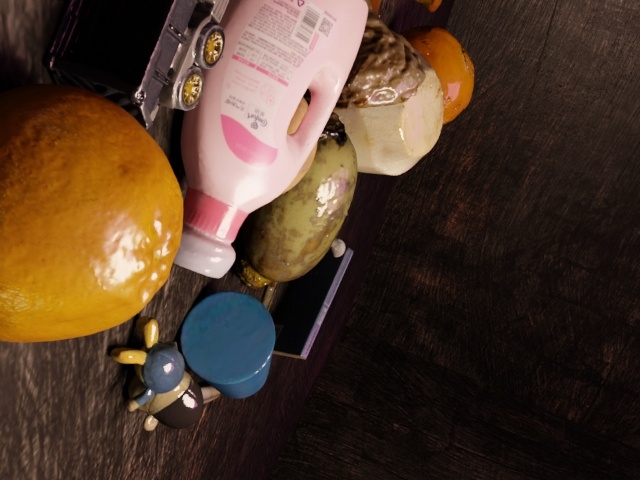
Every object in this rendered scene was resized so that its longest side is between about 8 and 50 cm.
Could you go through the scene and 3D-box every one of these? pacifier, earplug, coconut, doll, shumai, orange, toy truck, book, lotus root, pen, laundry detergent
[{"bbox_3d":[0.000,0.000,1.311,0.126,0.116,0.150,-37,-154,57],"label":"pacifier"},{"bbox_3d":[-0.136,0.186,0.939,0.273,0.132,0.133,98,16,-66],"label":"earplug"},{"bbox_3d":[0.090,-0.231,1.027,0.241,0.241,0.241,22,90,-80],"label":"coconut"},{"bbox_3d":[-0.196,0.168,0.707,0.102,0.088,0.179,-59,143,-44],"label":"doll"},{"bbox_3d":[0.044,-0.276,0.802,0.166,0.206,0.176,-26,130,-24],"label":"shumai"},{"bbox_3d":[-0.155,-0.011,0.354,0.159,0.136,0.159,21,90,-84],"label":"orange"},{"bbox_3d":[-0.109,-0.175,0.402,0.192,0.083,0.092,-67,165,0],"label":"toy truck"},{"bbox_3d":[0.250,-0.391,1.422,0.246,0.246,0.246,22,90,-80],"label":"orange"},{"bbox_3d":[-0.034,0.140,1.356,0.190,0.025,0.269,-7,-128,56],"label":"book"},{"bbox_3d":[-0.040,-0.048,0.897,0.309,0.173,0.173,-65,173,29],"label":"lotus root"},{"bbox_3d":[-0.205,0.255,0.981,0.233,0.032,0.040,61,28,-80],"label":"pen"},{"bbox_3d":[-0.068,-0.125,0.614,0.087,0.159,0.335,24,-90,55],"label":"laundry detergent"}]

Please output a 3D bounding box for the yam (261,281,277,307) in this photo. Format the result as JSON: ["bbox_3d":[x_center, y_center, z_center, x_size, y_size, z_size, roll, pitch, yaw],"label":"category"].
[{"bbox_3d":[-0.081,0.036,1.200,0.027,0.029,0.234,-5,121,-49],"label":"yam"}]

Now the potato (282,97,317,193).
[{"bbox_3d":[-0.065,-0.119,0.716,0.112,0.111,0.147,-48,149,-64],"label":"potato"}]

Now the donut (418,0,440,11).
[{"bbox_3d":[0.240,-0.646,1.229,0.303,0.110,0.303,19,90,-81],"label":"donut"}]

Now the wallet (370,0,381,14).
[{"bbox_3d":[0.066,-0.415,0.985,0.195,0.041,0.161,-41,146,-65],"label":"wallet"}]
